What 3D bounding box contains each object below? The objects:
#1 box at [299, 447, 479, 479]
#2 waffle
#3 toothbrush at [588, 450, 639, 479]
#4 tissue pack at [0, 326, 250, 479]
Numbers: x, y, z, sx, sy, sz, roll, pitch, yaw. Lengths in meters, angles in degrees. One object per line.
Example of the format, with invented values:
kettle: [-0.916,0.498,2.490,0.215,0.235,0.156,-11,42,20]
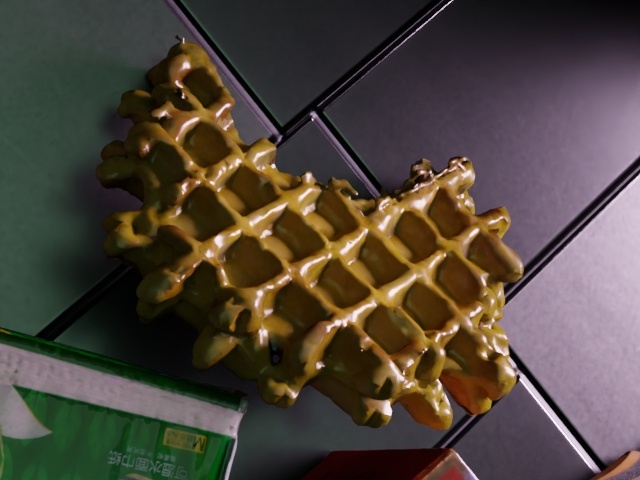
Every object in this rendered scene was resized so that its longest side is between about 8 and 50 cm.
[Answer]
box: [-0.049,0.250,0.956,0.313,0.197,0.089,-37,97,-20]
waffle: [0.000,0.000,1.017,0.293,0.069,0.259,18,43,-17]
toothbrush: [0.200,0.172,1.153,0.321,0.023,0.031,-34,88,-22]
tissue pack: [-0.174,0.133,0.952,0.209,0.148,0.156,18,80,-18]
